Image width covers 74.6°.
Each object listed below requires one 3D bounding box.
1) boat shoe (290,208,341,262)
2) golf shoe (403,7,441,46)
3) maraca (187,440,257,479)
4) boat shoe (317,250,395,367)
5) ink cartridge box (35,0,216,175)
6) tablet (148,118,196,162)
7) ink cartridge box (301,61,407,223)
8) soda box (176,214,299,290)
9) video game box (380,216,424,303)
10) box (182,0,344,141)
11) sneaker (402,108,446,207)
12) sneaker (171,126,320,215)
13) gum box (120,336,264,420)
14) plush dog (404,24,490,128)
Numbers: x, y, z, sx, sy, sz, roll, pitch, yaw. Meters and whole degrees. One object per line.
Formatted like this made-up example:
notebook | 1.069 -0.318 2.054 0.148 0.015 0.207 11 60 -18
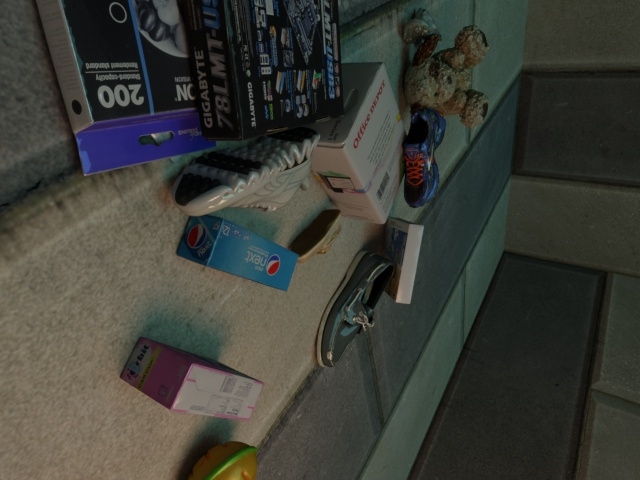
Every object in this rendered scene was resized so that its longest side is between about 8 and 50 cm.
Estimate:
boat shoe | 0.000 0.000 0.868 0.170 0.062 0.059 -48 132 -40
golf shoe | 0.254 -0.559 1.089 0.176 0.069 0.086 -24 101 -56
maraca | -0.180 0.418 0.709 0.186 0.099 0.127 -48 150 1
boat shoe | 0.091 0.170 1.041 0.320 0.098 0.116 -62 145 -23
ink cartridge box | -0.195 -0.196 0.489 0.206 0.045 0.209 -33 126 -51
tablet | -0.199 -0.149 0.547 0.054 0.006 0.083 -61 146 -25
ink cartridge box | 0.082 -0.193 0.875 0.202 0.117 0.278 -66 148 -17
soda box | -0.122 0.023 0.675 0.210 0.067 0.071 30 76 -57
video game box | 0.210 0.045 1.139 0.187 0.048 0.206 -128 -135 -80
box | -0.062 -0.306 0.583 0.293 0.073 0.296 -39 130 -55
sneaker | 0.211 -0.182 0.919 0.087 0.083 0.222 4 91 -47
sneaker | -0.097 -0.089 0.650 0.292 0.110 0.119 -36 139 -46
gum box | -0.176 0.208 0.618 0.188 0.107 0.062 46 62 -54
plush dog | 0.318 -0.431 1.145 0.225 0.210 0.263 -16 108 -35
